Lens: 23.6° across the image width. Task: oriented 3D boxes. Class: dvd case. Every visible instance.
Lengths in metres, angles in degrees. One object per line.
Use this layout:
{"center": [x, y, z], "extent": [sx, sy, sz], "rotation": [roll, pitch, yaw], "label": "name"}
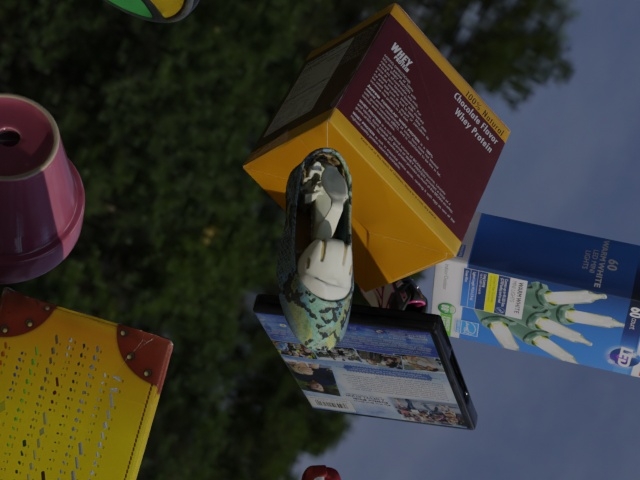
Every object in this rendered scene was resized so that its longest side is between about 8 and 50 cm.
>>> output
{"center": [0.051, 0.124, 1.515], "extent": [0.253, 0.180, 0.022], "rotation": [65, 35, -59], "label": "dvd case"}

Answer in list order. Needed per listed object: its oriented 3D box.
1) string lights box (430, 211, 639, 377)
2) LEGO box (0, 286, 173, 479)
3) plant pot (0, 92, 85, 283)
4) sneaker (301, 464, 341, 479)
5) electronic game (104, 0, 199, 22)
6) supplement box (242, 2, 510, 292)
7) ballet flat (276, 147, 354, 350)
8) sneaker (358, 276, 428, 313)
{"center": [0.250, 0.057, 1.597], "extent": [0.133, 0.260, 0.077], "rotation": [89, 17, -51], "label": "string lights box"}
{"center": [-0.340, 0.348, 1.686], "extent": [0.372, 0.193, 0.500], "rotation": [130, -24, -68], "label": "LEGO box"}
{"center": [-0.384, -0.075, 1.853], "extent": [0.180, 0.201, 0.201], "rotation": [109, -8, -57], "label": "plant pot"}
{"center": [0.057, 0.280, 1.210], "extent": [0.087, 0.128, 0.221], "rotation": [118, -37, -77], "label": "sneaker"}
{"center": [-0.188, -0.265, 1.241], "extent": [0.048, 0.229, 0.229], "rotation": [-51, -163, -19], "label": "electronic game"}
{"center": [0.061, -0.092, 1.540], "extent": [0.129, 0.191, 0.194], "rotation": [-25, -152, 43], "label": "supplement box"}
{"center": [0.000, 0.000, 1.284], "extent": [0.070, 0.070, 0.188], "rotation": [-43, -139, 43], "label": "ballet flat"}
{"center": [0.099, 0.069, 1.892], "extent": [0.077, 0.072, 0.178], "rotation": [-26, -115, 42], "label": "sneaker"}
